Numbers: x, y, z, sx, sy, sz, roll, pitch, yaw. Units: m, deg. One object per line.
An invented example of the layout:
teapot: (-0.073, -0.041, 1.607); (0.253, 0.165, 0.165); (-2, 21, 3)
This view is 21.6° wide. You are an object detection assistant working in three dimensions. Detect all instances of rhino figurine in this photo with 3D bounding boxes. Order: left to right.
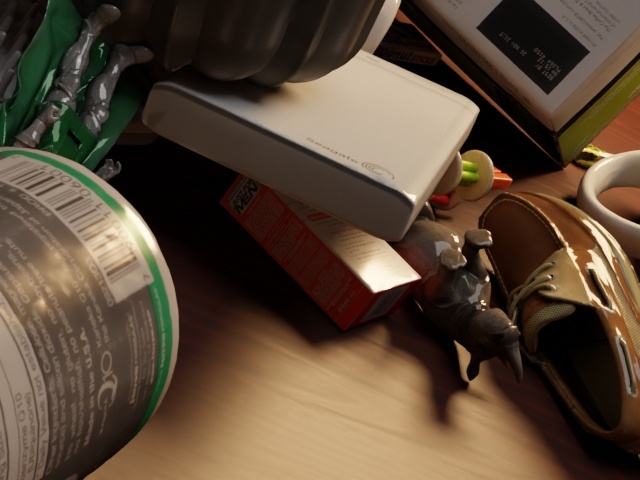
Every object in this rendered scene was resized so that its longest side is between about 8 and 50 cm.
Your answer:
rhino figurine: (0.122, 0.038, 1.543); (0.073, 0.106, 0.243); (-18, 55, -25)

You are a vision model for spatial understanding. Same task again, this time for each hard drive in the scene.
hard drive: (0.006, -0.113, 1.493); (0.233, 0.047, 0.353); (25, 22, 5)

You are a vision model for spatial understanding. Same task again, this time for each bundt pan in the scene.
bundt pan: (-0.101, -0.226, 1.433); (0.331, 0.124, 0.331); (14, 21, -6)

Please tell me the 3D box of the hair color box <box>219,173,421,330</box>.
hair color box: (0.000, 0.000, 1.499); (0.167, 0.053, 0.093); (47, 27, 17)

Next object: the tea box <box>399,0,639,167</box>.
tea box: (0.245, -0.296, 2.017); (0.329, 0.220, 0.323); (46, 2, 12)

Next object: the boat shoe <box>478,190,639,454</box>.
boat shoe: (0.245, 0.071, 1.626); (0.120, 0.122, 0.324); (8, 37, -42)

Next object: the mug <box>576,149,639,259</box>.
mug: (0.494, -0.031, 2.009); (0.374, 0.276, 0.328); (8, 32, 7)

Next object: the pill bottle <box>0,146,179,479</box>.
pill bottle: (-0.234, 0.084, 0.858); (0.204, 0.204, 0.361); (41, 25, 7)

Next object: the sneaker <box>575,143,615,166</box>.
sneaker: (0.362, -0.111, 2.200); (0.083, 0.031, 0.035); (18, 31, -37)

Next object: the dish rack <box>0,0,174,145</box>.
dish rack: (-0.287, -0.172, 1.392); (0.285, 0.072, 0.333); (50, 27, 24)

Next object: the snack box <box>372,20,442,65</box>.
snack box: (0.079, -0.250, 2.073); (0.178, 0.022, 0.064); (0, 44, -53)

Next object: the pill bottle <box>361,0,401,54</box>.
pill bottle: (-0.060, -0.287, 1.798); (0.272, 0.152, 0.152); (32, 25, -13)

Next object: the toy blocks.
toy blocks: (0.141, -0.062, 1.730); (0.148, 0.123, 0.054); (7, 81, -48)

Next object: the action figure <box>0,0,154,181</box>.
action figure: (-0.198, -0.069, 1.253); (0.137, 0.063, 0.232); (49, 50, -40)
